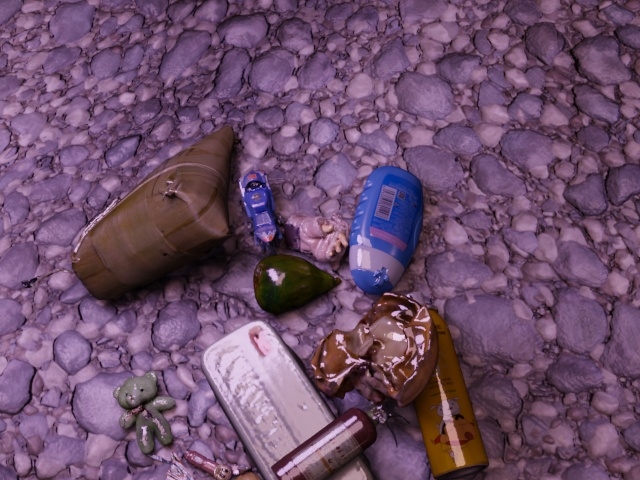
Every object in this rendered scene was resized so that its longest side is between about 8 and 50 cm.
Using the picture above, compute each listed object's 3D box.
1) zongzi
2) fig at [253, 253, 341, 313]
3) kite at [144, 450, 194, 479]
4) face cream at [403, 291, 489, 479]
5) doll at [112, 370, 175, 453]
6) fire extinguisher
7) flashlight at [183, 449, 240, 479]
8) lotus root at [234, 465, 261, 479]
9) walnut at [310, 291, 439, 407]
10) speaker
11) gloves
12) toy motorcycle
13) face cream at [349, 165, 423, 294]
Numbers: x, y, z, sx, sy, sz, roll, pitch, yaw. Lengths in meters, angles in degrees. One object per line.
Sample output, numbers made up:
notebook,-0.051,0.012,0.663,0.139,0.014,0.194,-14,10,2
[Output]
zongzi,-0.368,-0.043,1.919,0.447,0.181,0.418,-27,28,21
fig,-0.044,0.081,1.833,0.178,0.117,0.117,-4,65,-7
kite,-0.283,0.484,1.725,0.160,0.010,0.182,9,65,7
face cream,0.213,0.259,1.716,0.105,0.105,0.348,-14,65,0
doll,-0.334,0.327,1.771,0.115,0.077,0.150,-26,75,-5
fire extinguisher,0.038,0.343,1.522,0.231,0.071,0.099,-33,95,-10
flashlight,-0.207,0.422,1.732,0.110,0.031,0.052,24,71,16
lotus root,-0.123,0.482,1.676,0.072,0.063,0.152,-35,60,21
walnut,0.120,0.205,1.650,0.238,0.141,0.204,2,61,36
speaker,-0.055,0.341,1.667,0.183,0.184,0.406,-32,67,-7
gloves,-0.003,-0.008,1.866,0.144,0.110,0.094,31,31,17
toy motorcycle,-0.122,-0.067,1.895,0.076,0.114,0.205,-15,65,-1
face cream,0.129,-0.014,1.840,0.149,0.083,0.264,28,63,-21
